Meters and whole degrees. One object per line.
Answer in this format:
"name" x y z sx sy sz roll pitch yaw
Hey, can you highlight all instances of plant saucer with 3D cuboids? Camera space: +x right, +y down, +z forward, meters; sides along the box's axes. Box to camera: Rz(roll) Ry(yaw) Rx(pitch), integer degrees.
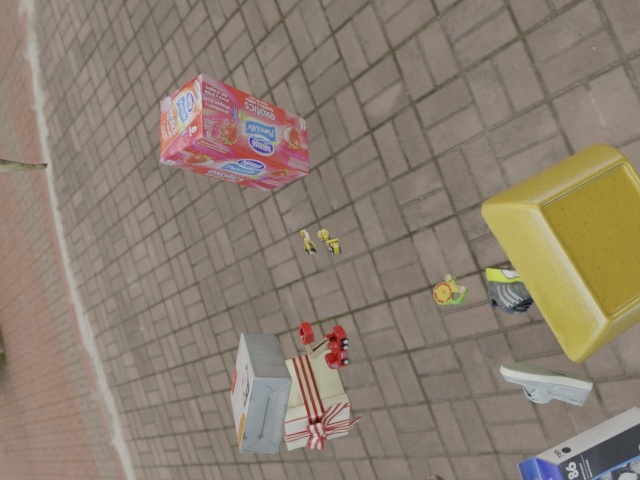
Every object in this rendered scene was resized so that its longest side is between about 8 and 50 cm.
"plant saucer" 0.515 0.000 0.940 0.333 0.333 0.081 61 163 8

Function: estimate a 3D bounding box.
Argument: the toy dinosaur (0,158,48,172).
"toy dinosaur" -0.579 -0.096 0.795 0.064 0.268 0.118 128 140 -53

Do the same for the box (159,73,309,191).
"box" -0.152 -0.186 0.948 0.128 0.257 0.122 -17 71 39

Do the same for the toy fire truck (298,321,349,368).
"toy fire truck" 0.011 0.304 1.477 0.047 0.135 0.192 -123 24 -50

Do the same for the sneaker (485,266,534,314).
"sneaker" 0.534 0.138 1.348 0.300 0.111 0.121 -173 86 -82

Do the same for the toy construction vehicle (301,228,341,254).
"toy construction vehicle" 0.000 0.000 1.300 0.098 0.086 0.035 -115 18 -49

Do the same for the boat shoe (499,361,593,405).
"boat shoe" 0.513 0.337 1.177 0.079 0.227 0.081 -141 65 -79

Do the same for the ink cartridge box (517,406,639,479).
"ink cartridge box" 0.641 0.536 1.205 0.065 0.333 0.165 -143 30 -78

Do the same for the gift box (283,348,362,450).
"gift box" -0.014 0.543 1.743 0.255 0.276 0.258 82 172 -49

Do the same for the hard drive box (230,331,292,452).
"hard drive box" -0.143 0.344 1.192 0.232 0.089 0.181 -138 57 -70

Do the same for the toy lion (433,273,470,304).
"toy lion" 0.393 0.159 1.569 0.096 0.034 0.100 -59 43 14

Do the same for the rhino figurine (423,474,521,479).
"rhino figurine" 0.152 0.370 0.677 0.243 0.073 0.106 -9 54 24
